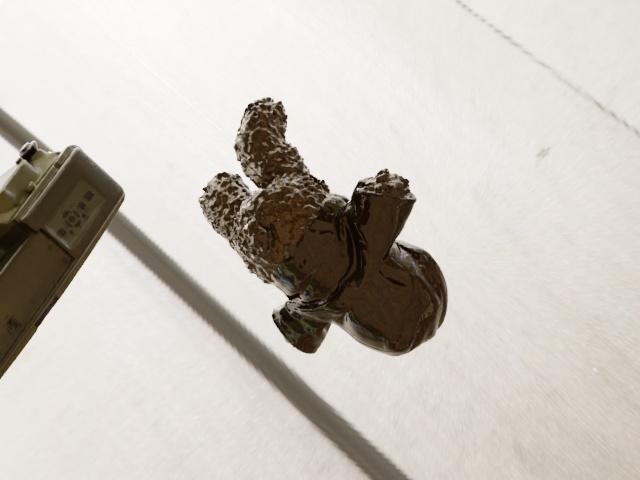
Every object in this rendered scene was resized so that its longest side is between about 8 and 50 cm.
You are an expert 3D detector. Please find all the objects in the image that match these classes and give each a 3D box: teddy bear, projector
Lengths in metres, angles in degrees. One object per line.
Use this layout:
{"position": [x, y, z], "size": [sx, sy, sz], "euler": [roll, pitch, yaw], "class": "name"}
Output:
{"position": [-0.006, 0.000, 0.646], "size": [0.160, 0.078, 0.119], "euler": [40, -60, 20], "class": "teddy bear"}
{"position": [-0.271, 0.054, 0.900], "size": [0.088, 0.269, 0.193], "euler": [44, -42, -19], "class": "projector"}
